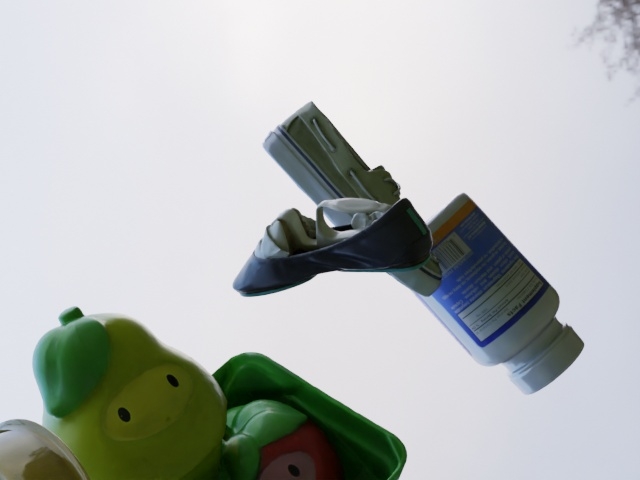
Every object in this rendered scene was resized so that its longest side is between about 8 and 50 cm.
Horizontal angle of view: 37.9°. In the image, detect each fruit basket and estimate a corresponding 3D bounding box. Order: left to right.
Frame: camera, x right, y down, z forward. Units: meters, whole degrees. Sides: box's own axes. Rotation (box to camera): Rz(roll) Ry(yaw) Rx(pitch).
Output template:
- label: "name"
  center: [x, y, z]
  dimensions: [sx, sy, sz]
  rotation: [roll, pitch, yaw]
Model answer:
- label: "fruit basket"
  center: [-0.129, 0.239, 0.892]
  dimensions: [0.392, 0.283, 0.392]
  rotation: [-31, -46, -38]

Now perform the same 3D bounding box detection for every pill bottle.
- label: "pill bottle"
  center: [0.235, 0.078, 1.302]
  dimensions: [0.272, 0.152, 0.152]
  rotation: [47, -126, 2]

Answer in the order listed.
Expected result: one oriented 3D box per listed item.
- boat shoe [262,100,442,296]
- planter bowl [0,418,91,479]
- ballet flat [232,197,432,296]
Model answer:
- label: "boat shoe"
  center: [0.053, -0.056, 1.196]
  dimensions: [0.094, 0.302, 0.109]
  rotation: [-47, -8, 9]
- label: "planter bowl"
  center: [-0.202, 0.218, 0.533]
  dimensions: [0.090, 0.217, 0.217]
  rotation: [-2, -88, -46]
- label: "ballet flat"
  center: [0.000, 0.000, 0.810]
  dimensions: [0.074, 0.203, 0.074]
  rotation: [23, -118, -53]
